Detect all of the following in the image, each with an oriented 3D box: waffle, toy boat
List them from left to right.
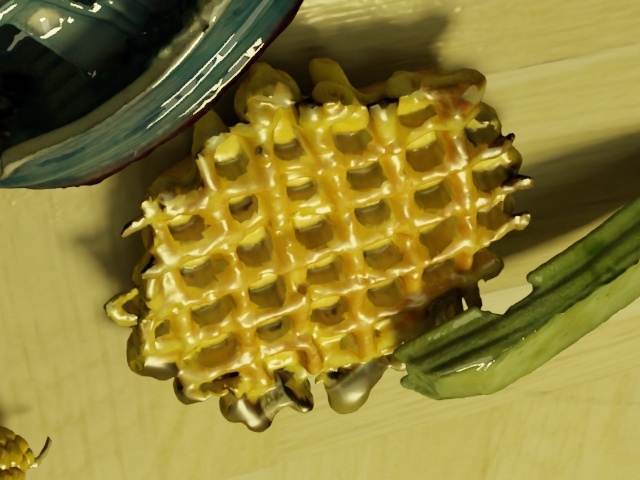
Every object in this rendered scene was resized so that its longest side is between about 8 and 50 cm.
[{"bbox_3d":[-0.112,-0.128,0.800,0.309,0.129,0.142,-39,148,14],"label":"toy boat"},{"bbox_3d":[-0.005,0.008,1.026,0.329,0.062,0.329,-15,137,-14],"label":"waffle"},{"bbox_3d":[0.187,0.028,1.089,0.293,0.055,0.093,-34,153,-10],"label":"toy boat"}]

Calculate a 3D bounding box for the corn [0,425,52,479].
[{"bbox_3d":[-0.330,0.168,1.002,0.310,0.101,0.101,2,129,-28],"label":"corn"}]
